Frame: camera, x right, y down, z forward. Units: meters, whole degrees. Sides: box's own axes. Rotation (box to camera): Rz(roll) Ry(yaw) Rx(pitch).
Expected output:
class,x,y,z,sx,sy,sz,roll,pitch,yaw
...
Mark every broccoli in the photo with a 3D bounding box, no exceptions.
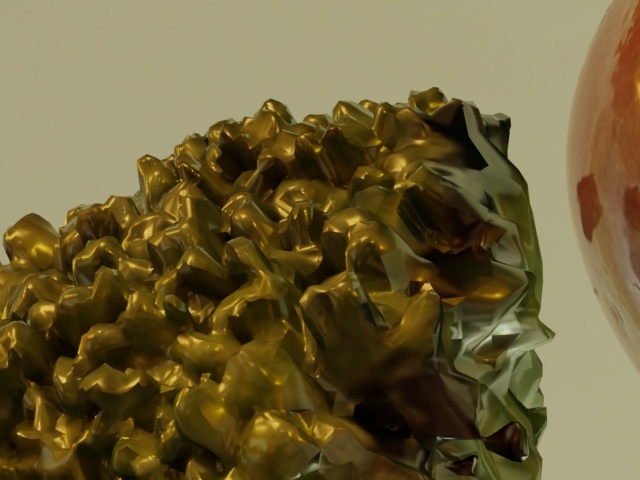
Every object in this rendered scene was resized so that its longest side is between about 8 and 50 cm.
class,x,y,z,sx,sy,sz,roll,pitch,yaw
broccoli,-0.039,0.096,0.472,0.180,0.242,0.273,4,-91,4

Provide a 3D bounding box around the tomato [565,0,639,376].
class,x,y,z,sx,sy,sz,roll,pitch,yaw
tomato,0.216,-0.015,0.702,0.270,0.227,0.270,24,-41,23
